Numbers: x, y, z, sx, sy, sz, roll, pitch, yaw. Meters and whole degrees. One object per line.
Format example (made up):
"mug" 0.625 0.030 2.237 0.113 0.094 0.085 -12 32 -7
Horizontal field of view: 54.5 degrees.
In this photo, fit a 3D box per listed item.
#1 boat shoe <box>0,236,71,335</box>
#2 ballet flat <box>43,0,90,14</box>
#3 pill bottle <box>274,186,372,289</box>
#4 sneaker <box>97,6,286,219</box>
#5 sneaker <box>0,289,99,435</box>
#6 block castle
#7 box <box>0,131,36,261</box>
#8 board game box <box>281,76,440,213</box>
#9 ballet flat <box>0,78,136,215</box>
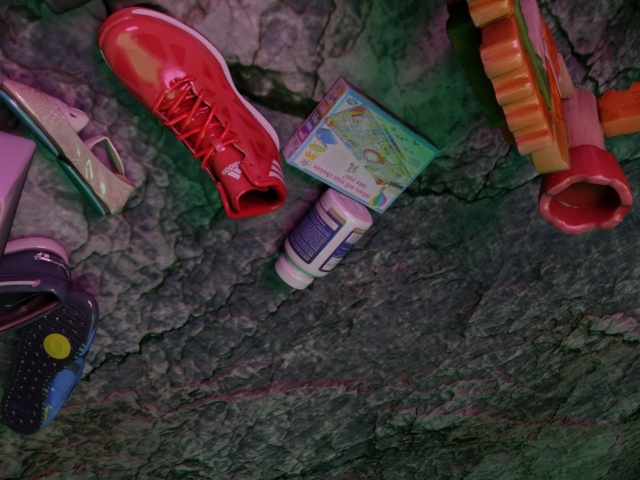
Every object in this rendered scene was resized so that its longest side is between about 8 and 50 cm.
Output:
"boat shoe" -0.378 0.078 0.631 0.255 0.079 0.095 -18 135 -8
"ballet flat" -0.256 -0.240 0.388 0.096 0.095 0.280 -33 136 24
"pill bottle" 0.000 0.000 0.735 0.067 0.067 0.120 23 118 -37
"sneaker" -0.097 -0.103 0.554 0.087 0.128 0.221 -41 134 15
"sneaker" -0.307 0.131 0.729 0.069 0.082 0.209 31 111 -1
"block castle" 0.254 -0.199 0.466 0.303 0.212 0.453 -14 136 30
"box" -0.385 0.066 0.477 0.215 0.168 0.345 17 107 -23
"board game box" 0.047 -0.100 0.693 0.154 0.026 0.103 25 117 -38
"ballet flat" -0.227 -0.092 0.573 0.052 0.057 0.168 -47 143 -19
